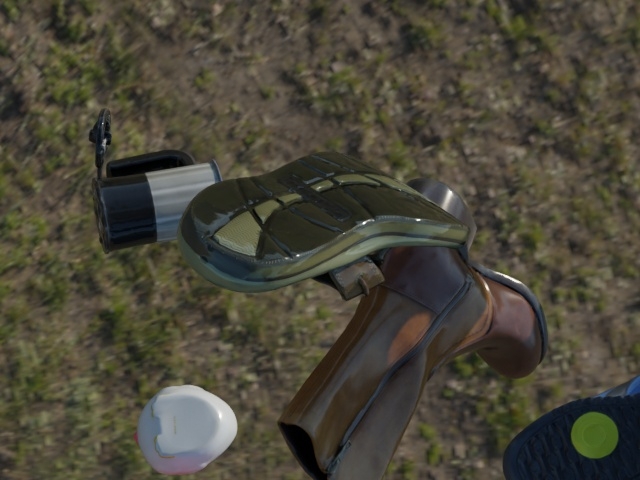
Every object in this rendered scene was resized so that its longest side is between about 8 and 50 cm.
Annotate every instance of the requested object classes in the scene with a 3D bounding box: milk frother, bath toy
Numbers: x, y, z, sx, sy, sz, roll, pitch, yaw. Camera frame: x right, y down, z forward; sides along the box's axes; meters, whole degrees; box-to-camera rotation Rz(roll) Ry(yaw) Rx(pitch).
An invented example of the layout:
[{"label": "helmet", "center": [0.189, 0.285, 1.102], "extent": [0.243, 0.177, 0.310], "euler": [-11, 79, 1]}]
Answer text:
[{"label": "milk frother", "center": [-0.176, -0.071, 1.477], "extent": [0.134, 0.143, 0.129], "euler": [-10, 60, -15]}, {"label": "bath toy", "center": [-0.162, 0.330, 1.468], "extent": [0.151, 0.129, 0.348], "euler": [3, 70, -1]}]

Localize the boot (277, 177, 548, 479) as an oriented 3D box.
[{"label": "boot", "center": [0.095, 0.129, 1.238], "extent": [0.280, 0.096, 0.264], "euler": [-63, 141, -29]}]

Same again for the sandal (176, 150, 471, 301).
[{"label": "sandal", "center": [-0.002, -0.001, 1.042], "extent": [0.303, 0.120, 0.086], "euler": [-11, 130, -49]}]

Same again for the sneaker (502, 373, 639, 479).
[{"label": "sneaker", "center": [0.225, 0.124, 0.939], "extent": [0.209, 0.082, 0.069], "euler": [-27, 74, 5]}]
